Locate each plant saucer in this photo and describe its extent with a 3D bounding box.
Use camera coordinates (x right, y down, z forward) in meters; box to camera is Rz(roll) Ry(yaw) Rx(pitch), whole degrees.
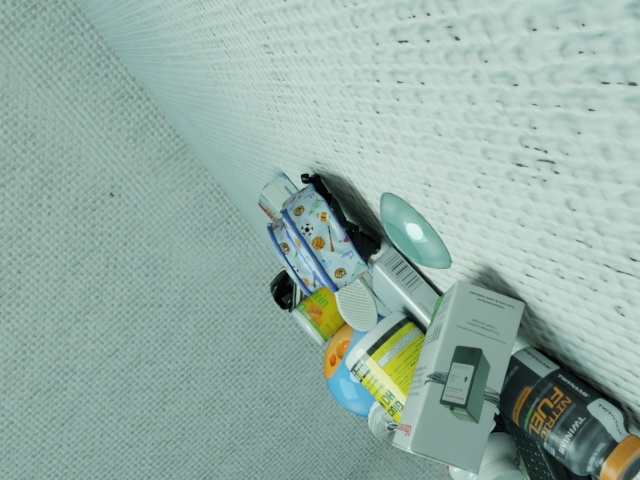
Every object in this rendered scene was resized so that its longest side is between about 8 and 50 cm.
[{"bbox_3d":[0.172,-0.007,1.257,0.195,0.037,0.195,47,171,10],"label":"plant saucer"}]

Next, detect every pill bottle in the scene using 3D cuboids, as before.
[{"bbox_3d":[0.373,0.489,1.645,0.181,0.181,0.323,58,-178,-41],"label":"pill bottle"},{"bbox_3d":[0.047,0.182,1.919,0.136,0.245,0.136,47,170,11],"label":"pill bottle"},{"bbox_3d":[0.412,0.294,1.070,0.245,0.130,0.130,39,166,45],"label":"pill bottle"},{"bbox_3d":[0.229,0.339,1.477,0.334,0.188,0.188,46,170,17],"label":"pill bottle"}]

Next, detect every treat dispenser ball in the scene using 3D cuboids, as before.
[{"bbox_3d":[0.151,0.358,1.842,0.288,0.288,0.288,47,170,11],"label":"treat dispenser ball"}]

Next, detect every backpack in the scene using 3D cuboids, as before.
[{"bbox_3d":[0.000,0.000,1.485,0.276,0.213,0.263,51,176,-9],"label":"backpack"}]

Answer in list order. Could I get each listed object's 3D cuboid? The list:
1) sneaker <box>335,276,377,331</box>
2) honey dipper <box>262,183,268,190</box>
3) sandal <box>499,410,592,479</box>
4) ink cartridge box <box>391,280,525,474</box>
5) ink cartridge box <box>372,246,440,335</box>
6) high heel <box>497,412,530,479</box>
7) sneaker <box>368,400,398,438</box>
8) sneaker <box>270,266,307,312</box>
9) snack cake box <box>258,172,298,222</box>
[{"bbox_3d":[0.087,0.101,1.773,0.282,0.102,0.161,65,-162,-9],"label":"sneaker"},{"bbox_3d":[-0.132,-0.129,2.182,0.160,0.030,0.030,43,169,13],"label":"honey dipper"},{"bbox_3d":[0.548,0.520,1.479,0.446,0.107,0.167,65,166,-12],"label":"sandal"},{"bbox_3d":[0.233,0.238,1.122,0.121,0.289,0.211,19,167,4],"label":"ink cartridge box"},{"bbox_3d":[0.255,0.187,1.550,0.324,0.071,0.330,47,174,14],"label":"ink cartridge box"},{"bbox_3d":[0.536,0.580,1.699,0.261,0.093,0.186,61,171,26],"label":"high heel"},{"bbox_3d":[0.214,0.438,1.650,0.105,0.281,0.115,8,-139,-28],"label":"sneaker"},{"bbox_3d":[-0.047,0.122,2.072,0.169,0.257,0.447,46,170,19],"label":"sneaker"},{"bbox_3d":[-0.109,-0.102,1.995,0.152,0.089,0.264,48,171,-2],"label":"snack cake box"}]
